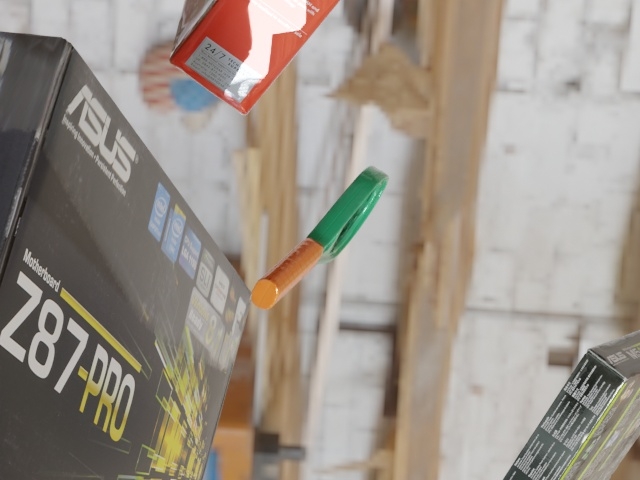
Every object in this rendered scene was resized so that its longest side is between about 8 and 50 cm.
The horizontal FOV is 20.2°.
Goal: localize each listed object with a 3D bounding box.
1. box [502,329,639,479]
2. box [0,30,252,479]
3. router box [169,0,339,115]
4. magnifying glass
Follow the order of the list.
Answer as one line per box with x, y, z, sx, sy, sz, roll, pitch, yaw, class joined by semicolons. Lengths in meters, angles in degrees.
0.212;0.159;1.437;0.184;0.045;0.190;-8;133;-58;box
-0.164;0.105;1.058;0.395;0.097;0.318;62;38;-64;box
0.000;-0.299;1.565;0.301;0.082;0.335;-49;-164;20;router box
0.000;0.000;1.536;0.092;0.026;0.231;-60;173;32;magnifying glass
